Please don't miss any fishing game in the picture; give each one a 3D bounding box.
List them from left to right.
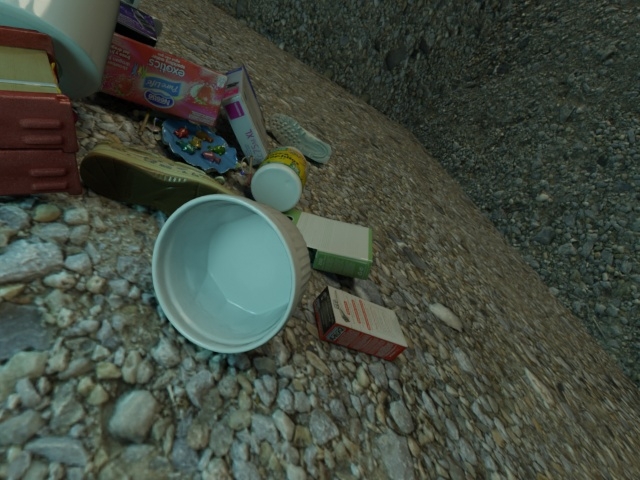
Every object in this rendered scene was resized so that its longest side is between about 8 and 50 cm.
[{"bbox_3d":[-0.266,-0.224,0.941,0.264,0.041,0.189,24,32,-23],"label":"fishing game"}]

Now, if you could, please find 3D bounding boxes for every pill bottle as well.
[{"bbox_3d":[-0.091,-0.160,1.013,0.118,0.117,0.208,32,26,-11],"label":"pill bottle"}]

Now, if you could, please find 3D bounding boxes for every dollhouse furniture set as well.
[{"bbox_3d":[-0.516,-0.163,0.498,0.375,0.152,0.201,-7,49,-33],"label":"dollhouse furniture set"}]

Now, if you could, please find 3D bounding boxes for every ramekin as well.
[{"bbox_3d":[-0.112,0.039,0.573,0.207,0.207,0.109,42,16,9],"label":"ramekin"}]

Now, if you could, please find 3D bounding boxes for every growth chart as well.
[{"bbox_3d":[-0.306,-0.233,0.974,0.237,0.021,0.172,39,27,6],"label":"growth chart"}]

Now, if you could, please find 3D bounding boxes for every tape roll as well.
[{"bbox_3d":[-0.475,-0.371,0.676,0.246,0.246,0.168,17,70,-36],"label":"tape roll"}]

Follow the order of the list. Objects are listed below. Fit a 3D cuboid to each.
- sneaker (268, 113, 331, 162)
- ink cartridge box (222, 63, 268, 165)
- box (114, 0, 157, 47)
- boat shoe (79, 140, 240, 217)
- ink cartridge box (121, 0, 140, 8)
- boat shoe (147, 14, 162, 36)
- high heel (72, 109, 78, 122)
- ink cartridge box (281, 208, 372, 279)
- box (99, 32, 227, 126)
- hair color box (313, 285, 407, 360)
[{"bbox_3d":[-0.072,-0.340,1.391,0.235,0.090,0.094,34,13,-16],"label":"sneaker"},{"bbox_3d":[-0.206,-0.357,1.150,0.311,0.065,0.185,-99,171,-52],"label":"ink cartridge box"},{"bbox_3d":[-0.542,-0.566,1.123,0.153,0.108,0.207,15,34,-38],"label":"box"},{"bbox_3d":[-0.250,-0.096,0.722,0.286,0.104,0.089,23,32,-26],"label":"boat shoe"},{"bbox_3d":[-0.646,-0.861,1.351,0.158,0.217,0.092,50,23,24],"label":"ink cartridge box"},{"bbox_3d":[-0.590,-0.682,1.299,0.076,0.080,0.228,38,33,-2],"label":"boat shoe"},{"bbox_3d":[-0.508,-0.262,0.653,0.244,0.117,0.082,13,35,-40],"label":"high heel"},{"bbox_3d":[0.000,0.000,0.941,0.235,0.056,0.171,13,27,1],"label":"ink cartridge box"},{"bbox_3d":[-0.355,-0.360,0.935,0.257,0.122,0.128,13,18,-25],"label":"box"},{"bbox_3d":[0.074,0.156,0.774,0.167,0.053,0.093,25,30,-27],"label":"hair color box"}]
